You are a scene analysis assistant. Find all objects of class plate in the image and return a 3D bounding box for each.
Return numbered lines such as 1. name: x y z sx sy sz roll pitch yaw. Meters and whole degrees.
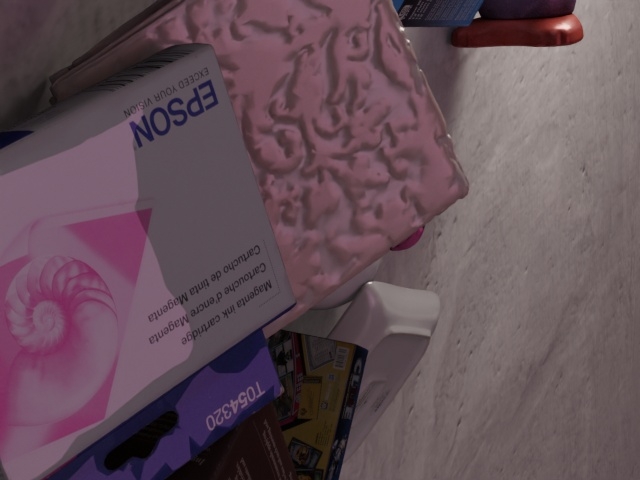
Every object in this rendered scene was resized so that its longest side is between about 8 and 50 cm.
1. plate: 0.034 0.176 1.914 0.277 0.045 0.278 -56 161 8

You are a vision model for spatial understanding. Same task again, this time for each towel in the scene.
1. towel: -0.044 -0.094 1.480 0.317 0.053 0.332 -36 122 -15

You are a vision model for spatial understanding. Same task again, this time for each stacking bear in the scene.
1. stacking bear: 0.273 -0.415 2.257 0.164 0.175 0.289 -26 116 -60

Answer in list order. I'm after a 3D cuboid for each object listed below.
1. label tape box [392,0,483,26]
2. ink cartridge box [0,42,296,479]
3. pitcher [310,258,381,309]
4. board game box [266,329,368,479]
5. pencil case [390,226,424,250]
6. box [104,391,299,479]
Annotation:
1. label tape box: 0.129 -0.371 1.872 0.249 0.115 0.348 -61 161 19
2. ink cartridge box: -0.161 0.054 1.306 0.324 0.071 0.330 -35 113 -40
3. pitcher: 0.000 0.000 1.764 0.178 0.125 0.207 -43 166 24
4. board game box: -0.058 0.211 1.704 0.042 0.165 0.243 33 70 -66
5. pencil case: 0.062 -0.049 1.986 0.209 0.095 0.098 28 57 -69
6. box: -0.143 0.235 1.507 0.168 0.167 0.203 75 33 -45
